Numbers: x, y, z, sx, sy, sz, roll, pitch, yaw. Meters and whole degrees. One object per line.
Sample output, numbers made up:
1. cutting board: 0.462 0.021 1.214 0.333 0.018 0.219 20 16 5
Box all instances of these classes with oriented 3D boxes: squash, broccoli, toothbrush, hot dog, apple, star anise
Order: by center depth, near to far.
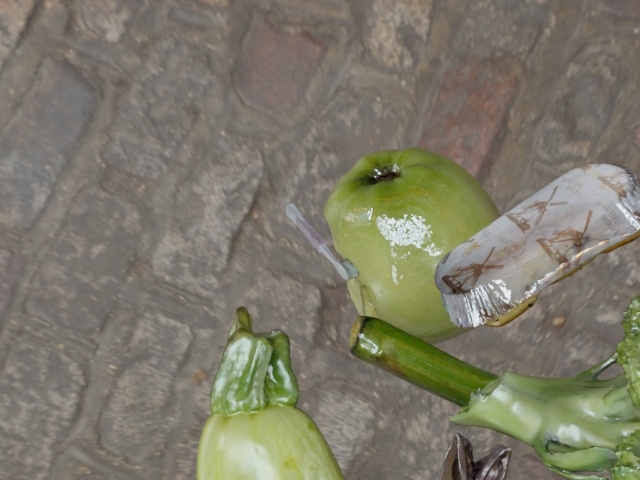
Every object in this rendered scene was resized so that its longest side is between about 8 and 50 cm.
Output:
1. squash: -0.008 0.138 0.466 0.094 0.094 0.224 -16 94 3
2. hot dog: 0.177 0.004 0.832 0.191 0.108 0.059 -31 115 -6
3. broccoli: 0.297 0.135 0.969 0.254 0.186 0.302 -36 48 -17
4. toothbrush: -0.002 0.000 1.182 0.017 0.194 0.014 -7 116 -22
5. apple: 0.133 0.010 1.443 0.279 0.279 0.279 -1 77 6
6. star anise: 0.231 0.385 1.498 0.197 0.073 0.212 33 104 -2

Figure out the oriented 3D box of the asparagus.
1. asparagus: 0.162 0.175 1.331 0.278 0.067 0.060 25 61 -5
